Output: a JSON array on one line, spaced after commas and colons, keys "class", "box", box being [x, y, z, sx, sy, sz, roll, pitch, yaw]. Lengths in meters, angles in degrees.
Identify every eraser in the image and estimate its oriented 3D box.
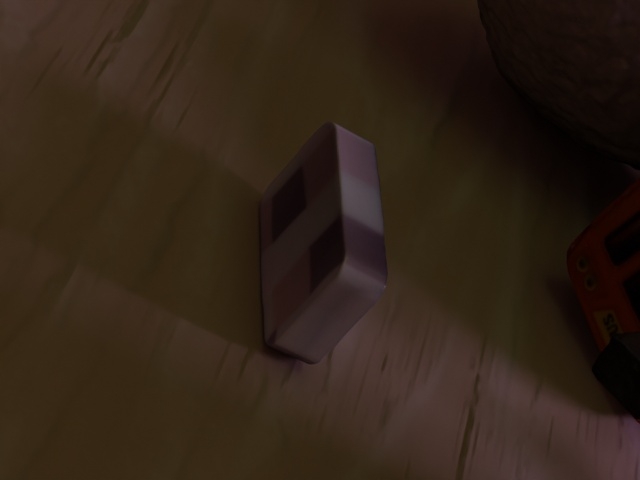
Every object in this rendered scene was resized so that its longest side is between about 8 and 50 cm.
[{"class": "eraser", "box": [0.000, 0.000, 0.847, 0.026, 0.065, 0.105, 28, 35, -26]}]

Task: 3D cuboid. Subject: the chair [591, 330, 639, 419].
[{"class": "chair", "box": [0.277, 0.165, 0.798, 0.416, 0.203, 0.240, -4, 42, -44]}]

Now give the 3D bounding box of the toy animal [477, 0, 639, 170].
[{"class": "toy animal", "box": [0.215, -0.128, 1.086, 0.358, 0.226, 0.188, 24, 56, -21]}]

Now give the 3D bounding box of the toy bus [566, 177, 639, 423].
[{"class": "toy bus", "box": [0.297, 0.030, 1.053, 0.329, 0.153, 0.143, 4, 55, -43]}]
